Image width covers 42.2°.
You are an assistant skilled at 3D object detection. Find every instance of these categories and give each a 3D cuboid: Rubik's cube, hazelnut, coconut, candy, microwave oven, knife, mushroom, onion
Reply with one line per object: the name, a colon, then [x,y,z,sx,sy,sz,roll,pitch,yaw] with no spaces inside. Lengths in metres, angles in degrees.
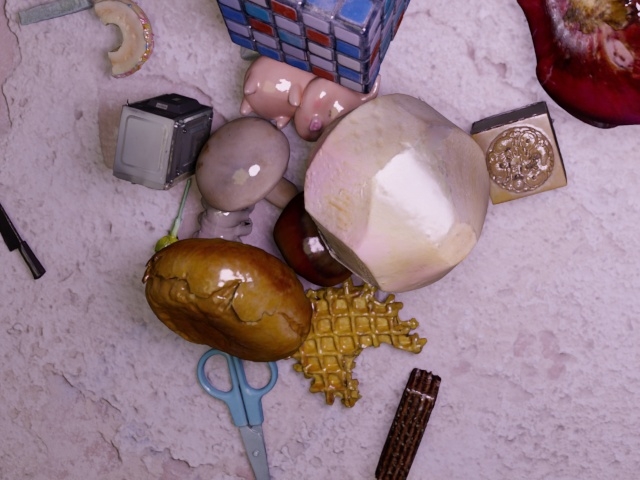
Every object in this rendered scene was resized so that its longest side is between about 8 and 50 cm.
Rubik's cube: [0.007,-0.462,1.409,0.293,0.287,0.292,25,83,7]
hazelnut: [0.000,0.000,1.664,0.208,0.208,0.208,4,107,13]
coconut: [0.150,-0.076,1.472,0.352,0.352,0.353,4,107,13]
candy: [-0.309,-0.042,1.795,0.058,0.062,0.194,34,108,51]
microwave oven: [-0.304,-0.200,1.657,0.129,0.205,0.163,18,111,9]
knife: [-0.715,-0.008,1.918,0.060,0.028,0.230,-26,97,32]
mushroom: [-0.134,-0.134,1.661,0.207,0.207,0.215,-37,128,21]
onion: [0.552,-0.407,1.355,0.398,0.420,0.398,43,149,34]

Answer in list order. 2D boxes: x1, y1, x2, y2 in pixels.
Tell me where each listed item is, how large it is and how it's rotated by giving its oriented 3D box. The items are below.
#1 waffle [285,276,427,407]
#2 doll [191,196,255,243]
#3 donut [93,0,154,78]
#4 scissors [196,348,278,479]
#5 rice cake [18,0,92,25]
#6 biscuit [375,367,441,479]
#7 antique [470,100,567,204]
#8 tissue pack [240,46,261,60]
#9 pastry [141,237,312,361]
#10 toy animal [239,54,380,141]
waffle: [0.052,0.211,1.765,0.260,0.069,0.293,42,110,-2]
doll: [-0.208,-0.010,1.749,0.149,0.095,0.192,12,108,5]
donut: [-0.388,-0.419,1.687,0.108,0.065,0.166,-5,104,15]
scissors: [-0.156,0.450,1.908,0.192,0.029,0.447,-8,104,17]
rice cake: [-0.553,-0.482,1.729,0.170,0.029,0.033,-9,100,17]
biscuit: [0.184,0.402,1.767,0.070,0.106,0.252,20,110,9]
antique: [0.367,-0.163,1.531,0.146,0.148,0.152,-16,104,20]
tissue pack: [-0.113,-0.452,1.628,0.122,0.026,0.193,-4,105,16]
pastry: [-0.185,0.126,1.656,0.356,0.164,0.356,14,149,8]
toy animal: [-0.026,-0.274,1.595,0.250,0.154,0.166,23,152,-2]
